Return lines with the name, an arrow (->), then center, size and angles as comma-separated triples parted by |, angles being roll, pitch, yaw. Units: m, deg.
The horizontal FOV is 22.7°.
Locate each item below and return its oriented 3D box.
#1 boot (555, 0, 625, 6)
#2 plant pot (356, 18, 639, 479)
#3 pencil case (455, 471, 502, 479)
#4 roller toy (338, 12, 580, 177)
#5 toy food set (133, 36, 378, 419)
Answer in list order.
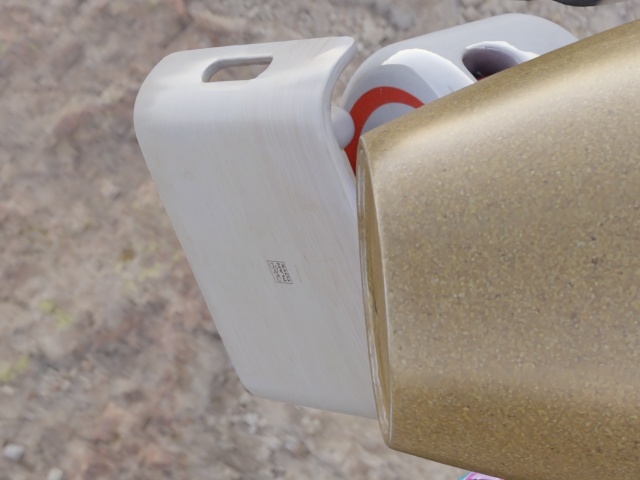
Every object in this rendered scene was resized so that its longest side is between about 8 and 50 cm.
boot -> 0.144, -0.181, 0.743 | 0.222, 0.338, 0.118 | 17, 91, 28
plant pot -> 0.145, 0.008, 0.594 | 0.254, 0.237, 0.237 | -4, 64, -3
pencil case -> 0.186, 0.136, 1.101 | 0.124, 0.124, 0.284 | 19, 41, 30
roller toy -> 0.118, -0.055, 1.101 | 0.146, 0.191, 0.209 | -19, 25, -31
toy food set -> 0.000, 0.000, 1.161 | 0.092, 0.306, 0.219 | -36, 25, -33
